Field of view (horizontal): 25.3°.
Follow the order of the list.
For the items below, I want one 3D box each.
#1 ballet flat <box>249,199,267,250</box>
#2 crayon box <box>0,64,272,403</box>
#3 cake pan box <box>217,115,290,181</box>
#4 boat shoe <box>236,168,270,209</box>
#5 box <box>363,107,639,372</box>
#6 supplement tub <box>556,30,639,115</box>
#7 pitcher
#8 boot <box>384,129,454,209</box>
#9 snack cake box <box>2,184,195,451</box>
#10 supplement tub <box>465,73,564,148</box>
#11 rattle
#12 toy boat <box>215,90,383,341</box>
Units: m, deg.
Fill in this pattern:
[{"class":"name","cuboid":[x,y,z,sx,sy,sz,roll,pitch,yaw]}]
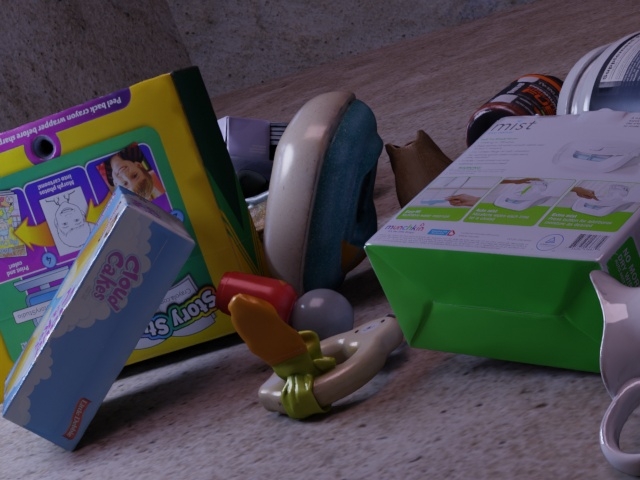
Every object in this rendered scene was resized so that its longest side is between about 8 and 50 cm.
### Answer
[{"class":"ballet flat","cuboid":[-0.129,0.040,1.828,0.349,0.123,0.123,-26,14,-11]},{"class":"crayon box","cuboid":[-0.270,-0.003,1.726,0.363,0.313,0.106,-17,7,17]},{"class":"cake pan box","cuboid":[-0.081,-0.123,2.161,0.246,0.070,0.267,2,-8,-26]},{"class":"boat shoe","cuboid":[-0.093,-0.050,2.076,0.335,0.119,0.121,-13,15,30]},{"class":"box","cuboid":[0.217,-0.008,1.277,0.262,0.126,0.231,3,36,46]},{"class":"supplement tub","cuboid":[0.389,-0.128,1.477,0.191,0.191,0.272,-27,14,-20]},{"class":"pitcher","cuboid":[0.295,0.078,1.004,0.207,0.125,0.177,-14,48,30]},{"class":"boot","cuboid":[0.142,-0.069,1.693,0.112,0.115,0.305,-26,-7,9]},{"class":"snack cake box","cuboid":[-0.246,0.081,1.566,0.264,0.089,0.152,-59,13,3]},{"class":"supplement tub","cuboid":[0.285,-0.170,1.992,0.106,0.106,0.198,-12,16,34]},{"class":"rattle","cuboid":[0.012,0.074,1.396,0.200,0.142,0.130,-35,-1,-26]},{"class":"toy boat","cuboid":[0.000,0.000,1.612,0.148,0.267,0.318,15,41,9]}]
